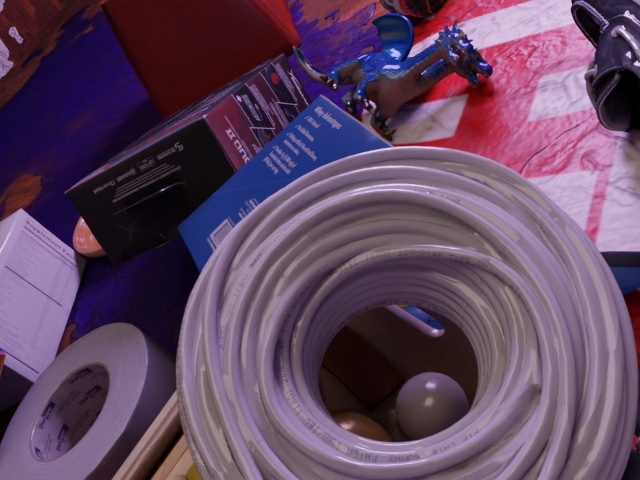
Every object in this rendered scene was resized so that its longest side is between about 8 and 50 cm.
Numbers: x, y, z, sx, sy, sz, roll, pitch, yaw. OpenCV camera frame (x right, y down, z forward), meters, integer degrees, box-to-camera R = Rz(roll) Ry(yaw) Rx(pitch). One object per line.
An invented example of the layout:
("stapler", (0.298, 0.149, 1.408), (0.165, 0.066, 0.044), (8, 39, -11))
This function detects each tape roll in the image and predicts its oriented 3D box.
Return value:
("tape roll", (-0.243, 0.198, 0.779), (0.219, 0.072, 0.219), (-27, 37, 23))

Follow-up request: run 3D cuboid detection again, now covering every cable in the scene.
("cable", (0.046, 0.072, 0.421), (0.257, 0.089, 0.257), (-41, 62, -11))

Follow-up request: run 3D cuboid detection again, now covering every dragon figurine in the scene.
("dragon figurine", (0.082, -0.214, 0.881), (0.144, 0.085, 0.289), (-45, 35, -3))

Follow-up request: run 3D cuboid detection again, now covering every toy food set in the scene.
("toy food set", (-0.018, 0.154, 0.481), (0.219, 0.092, 0.306), (32, 72, 12))

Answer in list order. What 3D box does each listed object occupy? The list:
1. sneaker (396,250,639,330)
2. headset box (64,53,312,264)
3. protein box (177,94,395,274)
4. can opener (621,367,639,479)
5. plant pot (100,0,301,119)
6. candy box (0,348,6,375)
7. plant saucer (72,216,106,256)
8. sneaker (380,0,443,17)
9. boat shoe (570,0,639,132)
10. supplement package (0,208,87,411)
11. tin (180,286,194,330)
("sneaker", (0.150, 0.062, 0.557), (0.209, 0.069, 0.082), (-16, 75, 20))
("headset box", (-0.149, -0.101, 0.890), (0.218, 0.110, 0.293), (-22, 19, 28))
("protein box", (0.000, 0.000, 0.692), (0.201, 0.136, 0.200), (-42, 34, 1))
("can opener", (0.186, 0.156, 0.420), (0.280, 0.074, 0.093), (-49, 1, -11))
("plant pot", (-0.224, -0.394, 1.242), (0.267, 0.236, 0.267), (-34, 35, 14))
("candy box", (-0.532, 0.200, 0.848), (0.317, 0.122, 0.268), (19, 95, 32))
("plant saucer", (-0.298, -0.050, 1.126), (0.200, 0.037, 0.200), (-27, 37, 22))
("sneaker", (0.157, -0.407, 1.011), (0.225, 0.088, 0.092), (-52, 34, -13))
("boat shoe", (0.272, -0.139, 0.608), (0.102, 0.108, 0.301), (-33, 43, 12))
("supplement package", (-0.450, 0.101, 1.026), (0.133, 0.139, 0.244), (-26, 37, 23))
("tin", (-0.098, 0.118, 0.711), (0.190, 0.040, 0.106), (50, 124, 55))
